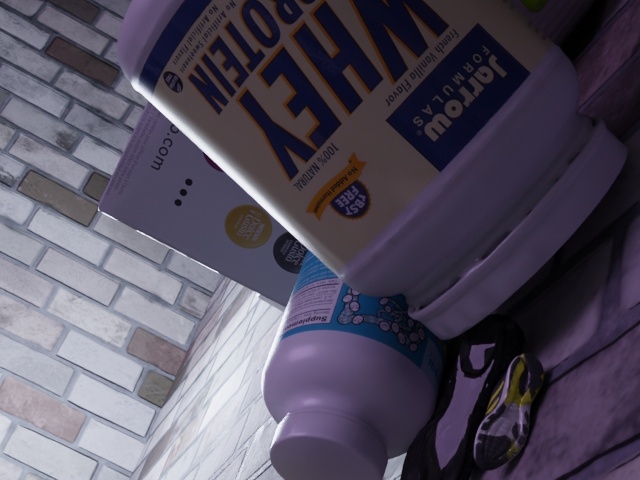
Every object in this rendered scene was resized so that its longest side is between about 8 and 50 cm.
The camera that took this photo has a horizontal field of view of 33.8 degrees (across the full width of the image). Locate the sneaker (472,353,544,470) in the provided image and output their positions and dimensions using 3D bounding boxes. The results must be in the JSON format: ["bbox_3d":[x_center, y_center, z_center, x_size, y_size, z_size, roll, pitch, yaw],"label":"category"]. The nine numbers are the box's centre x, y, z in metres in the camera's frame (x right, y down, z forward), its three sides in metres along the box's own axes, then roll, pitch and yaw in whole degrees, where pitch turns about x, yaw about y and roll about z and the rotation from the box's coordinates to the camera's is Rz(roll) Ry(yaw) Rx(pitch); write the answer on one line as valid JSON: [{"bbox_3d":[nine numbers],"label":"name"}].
[{"bbox_3d":[0.126,0.118,0.709,0.083,0.031,0.035,-60,-5,-17],"label":"sneaker"}]

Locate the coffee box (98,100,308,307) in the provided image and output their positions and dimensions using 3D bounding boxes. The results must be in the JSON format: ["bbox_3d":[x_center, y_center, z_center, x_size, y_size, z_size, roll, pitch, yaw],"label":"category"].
[{"bbox_3d":[0.003,-0.154,1.205,0.338,0.334,0.338,-58,8,24],"label":"coffee box"}]

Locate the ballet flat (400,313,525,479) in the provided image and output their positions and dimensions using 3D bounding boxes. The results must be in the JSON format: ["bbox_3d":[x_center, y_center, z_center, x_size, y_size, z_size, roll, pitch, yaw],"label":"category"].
[{"bbox_3d":[0.105,0.136,0.757,0.057,0.049,0.173,25,91,51],"label":"ballet flat"}]

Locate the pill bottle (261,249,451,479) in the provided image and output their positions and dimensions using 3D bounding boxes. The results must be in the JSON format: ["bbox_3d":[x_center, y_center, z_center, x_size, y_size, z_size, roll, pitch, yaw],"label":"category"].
[{"bbox_3d":[0.038,0.086,0.904,0.146,0.146,0.264,-51,15,48],"label":"pill bottle"}]

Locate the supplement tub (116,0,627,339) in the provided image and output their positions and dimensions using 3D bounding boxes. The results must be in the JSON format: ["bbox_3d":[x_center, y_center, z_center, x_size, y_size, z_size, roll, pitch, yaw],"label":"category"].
[{"bbox_3d":[0.039,-0.108,0.782,0.235,0.325,0.235,-47,1,1],"label":"supplement tub"}]

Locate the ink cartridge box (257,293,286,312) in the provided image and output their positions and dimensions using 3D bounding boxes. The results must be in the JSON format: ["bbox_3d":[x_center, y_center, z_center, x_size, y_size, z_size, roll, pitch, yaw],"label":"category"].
[{"bbox_3d":[0.000,0.000,1.539,0.203,0.086,0.148,-65,10,-26],"label":"ink cartridge box"}]

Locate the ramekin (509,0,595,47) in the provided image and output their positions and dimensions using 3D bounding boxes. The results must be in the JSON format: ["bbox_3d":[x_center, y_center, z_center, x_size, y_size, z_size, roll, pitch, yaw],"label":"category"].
[{"bbox_3d":[0.178,-0.272,1.038,0.109,0.207,0.207,-47,15,27],"label":"ramekin"}]

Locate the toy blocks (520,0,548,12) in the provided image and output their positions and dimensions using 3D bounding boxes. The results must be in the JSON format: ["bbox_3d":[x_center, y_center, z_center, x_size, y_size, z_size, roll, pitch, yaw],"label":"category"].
[{"bbox_3d":[0.191,-0.341,0.891,0.191,0.261,0.381,-54,52,37],"label":"toy blocks"}]
